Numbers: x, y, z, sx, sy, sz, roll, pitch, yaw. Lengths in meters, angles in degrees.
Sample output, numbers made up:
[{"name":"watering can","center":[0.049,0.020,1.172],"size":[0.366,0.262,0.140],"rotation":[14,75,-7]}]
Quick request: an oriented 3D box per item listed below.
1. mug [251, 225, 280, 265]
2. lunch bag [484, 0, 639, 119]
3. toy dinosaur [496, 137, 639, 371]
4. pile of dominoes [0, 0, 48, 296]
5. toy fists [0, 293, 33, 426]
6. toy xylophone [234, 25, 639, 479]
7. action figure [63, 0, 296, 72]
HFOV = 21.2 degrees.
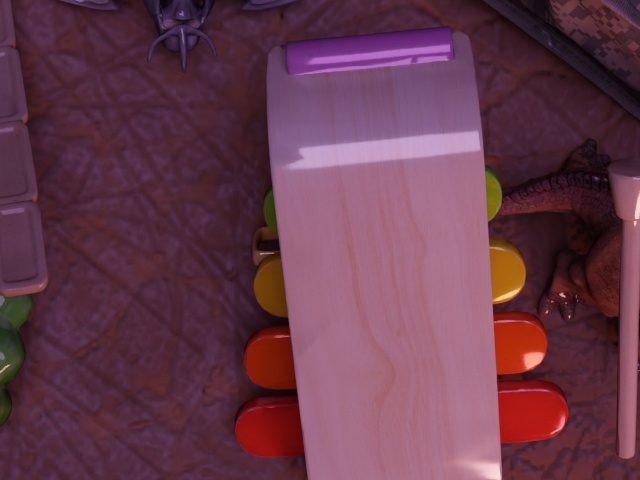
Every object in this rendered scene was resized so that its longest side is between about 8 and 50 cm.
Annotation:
[{"name":"mug","center":[0.004,-0.002,1.058],"size":[0.078,0.064,0.062],"rotation":[28,115,-14]},{"name":"lunch bag","center":[0.263,-0.179,1.039],"size":[0.287,0.169,0.235],"rotation":[34,84,-14]},{"name":"toy dinosaur","center":[0.222,0.021,1.020],"size":[0.296,0.200,0.127],"rotation":[32,88,-6]},{"name":"pile of dominoes","center":[-0.264,-0.037,0.998],"size":[0.196,0.040,0.251],"rotation":[-9,56,-6]},{"name":"toy fists","center":[-0.279,0.120,1.021],"size":[0.142,0.096,0.279],"rotation":[35,87,9]},{"name":"toy xylophone","center":[0.069,0.037,0.994],"size":[0.236,0.081,0.322],"rotation":[3,118,-1]},{"name":"action figure","center":[-0.086,-0.244,1.031],"size":[0.185,0.099,0.285],"rotation":[-1,96,-15]}]
